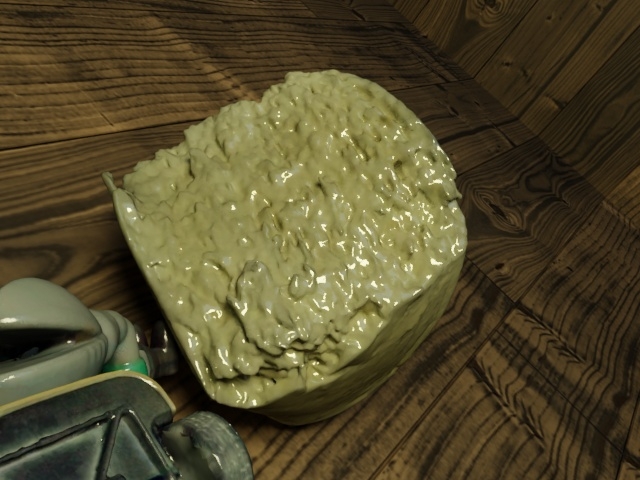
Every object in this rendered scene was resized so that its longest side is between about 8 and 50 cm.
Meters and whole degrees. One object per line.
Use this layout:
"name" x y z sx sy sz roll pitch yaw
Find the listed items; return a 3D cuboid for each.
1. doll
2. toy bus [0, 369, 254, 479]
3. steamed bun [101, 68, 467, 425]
"doll" -0.224 0.090 0.508 0.258 0.194 0.153 -28 105 -85
"toy bus" -0.082 0.259 0.350 0.176 0.202 0.365 -15 62 -47
"steamed bun" 0.000 0.000 0.684 0.273 0.272 0.290 50 15 -58
